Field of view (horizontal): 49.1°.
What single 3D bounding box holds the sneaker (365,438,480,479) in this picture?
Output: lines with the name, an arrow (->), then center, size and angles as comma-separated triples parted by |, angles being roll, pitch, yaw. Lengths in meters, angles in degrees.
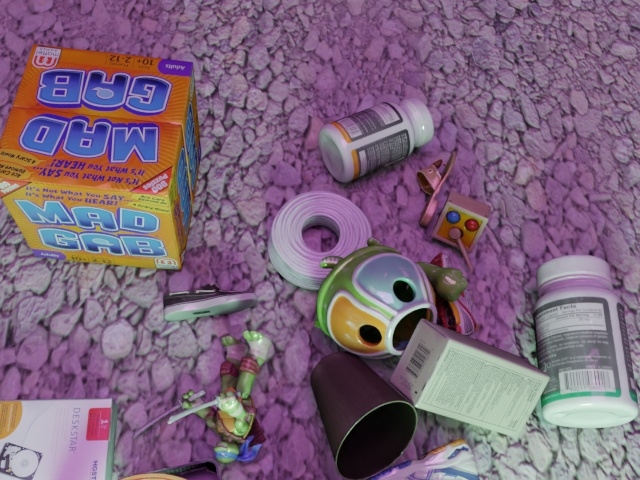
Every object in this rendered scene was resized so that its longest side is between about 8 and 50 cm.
sneaker -> 0.202, 0.525, 1.469 | 0.296, 0.112, 0.131 | -18, 71, -12

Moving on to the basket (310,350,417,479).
basket -> 0.075, 0.347, 1.476 | 0.154, 0.204, 0.227 | 30, 13, -31

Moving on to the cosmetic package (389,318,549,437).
cosmetic package -> 0.319, 0.295, 1.489 | 0.309, 0.113, 0.160 | 24, 96, -31

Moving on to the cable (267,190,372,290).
cable -> 0.000, 0.000, 1.729 | 0.257, 0.089, 0.257 | -32, 71, -21

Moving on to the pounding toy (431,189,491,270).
pounding toy -> 0.356, -0.025, 1.768 | 0.130, 0.141, 0.100 | 23, 34, 6

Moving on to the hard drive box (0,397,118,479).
hard drive box -> -0.548, 0.424, 1.448 | 0.232, 0.089, 0.181 | 0, 63, -7

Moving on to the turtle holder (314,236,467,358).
turtle holder -> 0.157, 0.147, 1.561 | 0.320, 0.244, 0.227 | 11, 14, -40

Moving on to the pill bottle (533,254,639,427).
pill bottle -> 0.599, 0.230, 1.613 | 0.204, 0.204, 0.361 | 6, 62, -3

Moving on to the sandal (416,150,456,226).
sandal -> 0.286, -0.154, 1.844 | 0.079, 0.088, 0.240 | 24, 67, 0

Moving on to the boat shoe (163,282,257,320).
boat shoe -> -0.258, 0.134, 1.638 | 0.219, 0.078, 0.070 | -7, 65, -8

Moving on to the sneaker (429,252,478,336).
sneaker -> 0.319, 0.135, 1.711 | 0.092, 0.088, 0.225 | 4, 60, -28

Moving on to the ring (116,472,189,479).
ring -> -0.328, 0.608, 1.335 | 0.336, 0.032, 0.337 | 0, 88, -11

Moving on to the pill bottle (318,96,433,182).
pill bottle -> 0.147, -0.271, 1.848 | 0.278, 0.162, 0.162 | -23, 67, -18

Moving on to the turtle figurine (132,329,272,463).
turtle figurine -> -0.224, 0.313, 1.483 | 0.274, 0.198, 0.266 | 17, 58, -2

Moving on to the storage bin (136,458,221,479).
storage bin -> -0.287, 0.528, 1.426 | 0.180, 0.084, 0.122 | -10, 64, -11

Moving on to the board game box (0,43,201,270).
board game box -> -0.482, -0.179, 1.617 | 0.356, 0.357, 0.357 | 6, 62, -3
